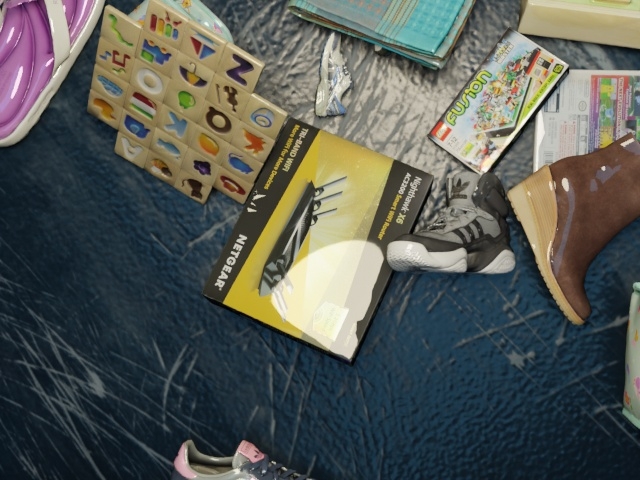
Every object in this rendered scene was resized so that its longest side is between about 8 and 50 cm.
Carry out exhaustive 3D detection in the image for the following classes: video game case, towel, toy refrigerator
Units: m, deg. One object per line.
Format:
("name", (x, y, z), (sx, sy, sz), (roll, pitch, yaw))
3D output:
("video game case", (0.423, -0.161, 1.246), (0.183, 0.023, 0.201), (2, 92, 6))
("towel", (0.138, -0.464, 1.198), (0.271, 0.040, 0.370), (25, 88, 19))
("toy refrigerator", (0.438, -0.354, 1.186), (0.270, 0.094, 0.102), (10, 76, 5))

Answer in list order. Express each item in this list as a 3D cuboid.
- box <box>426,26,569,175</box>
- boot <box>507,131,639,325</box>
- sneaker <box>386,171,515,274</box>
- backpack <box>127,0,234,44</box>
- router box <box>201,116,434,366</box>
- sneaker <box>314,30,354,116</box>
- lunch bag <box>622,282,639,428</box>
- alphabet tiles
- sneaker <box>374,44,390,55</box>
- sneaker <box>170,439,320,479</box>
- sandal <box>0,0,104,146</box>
("box", (0.271, -0.209, 1.237), (0.114, 0.036, 0.207), (39, 97, 17))
("boot", (0.417, -0.013, 1.203), (0.207, 0.090, 0.248), (-23, 96, 13))
("sneaker", (0.191, -0.027, 1.181), (0.101, 0.269, 0.153), (-4, 85, 44))
("backpack", (-0.215, -0.289, 1.222), (0.166, 0.188, 0.144), (45, 85, 4))
("router box", (0.000, 0.000, 1.218), (0.243, 0.081, 0.309), (23, 78, 9))
("sneaker", (0.025, -0.261, 1.274), (0.058, 0.052, 0.135), (7, 101, -4))
("lunch bag", (0.529, 0.176, 1.131), (0.160, 0.262, 0.223), (3, 92, 6))
("alphabet tiles", (-0.204, -0.188, 1.183), (0.285, 0.342, 0.011), (30, 53, -3))
("sneaker", (0.098, -0.381, 1.252), (0.083, 0.071, 0.190), (12, 86, 12))
("sneaker", (-0.087, 0.388, 1.282), (0.319, 0.112, 0.131), (1, 96, 5))
("sandal", (-0.459, -0.344, 1.288), (0.169, 0.102, 0.416), (21, 95, 4))
